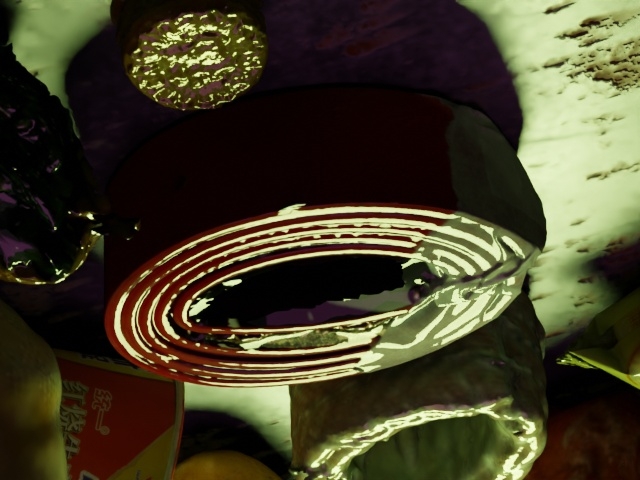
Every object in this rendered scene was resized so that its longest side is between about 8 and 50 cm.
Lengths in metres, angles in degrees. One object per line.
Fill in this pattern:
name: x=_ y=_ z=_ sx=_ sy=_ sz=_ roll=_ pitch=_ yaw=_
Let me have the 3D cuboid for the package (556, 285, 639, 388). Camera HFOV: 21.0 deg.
package: x=0.320 y=0.066 z=1.409 sx=0.168 sy=0.090 sz=0.226 roll=21 pitch=134 yaw=-35

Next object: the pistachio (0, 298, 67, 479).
pistachio: x=-0.373 y=0.101 z=1.157 sx=0.446 sy=0.281 sz=0.365 roll=20 pitch=158 yaw=7

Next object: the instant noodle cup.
instant noodle cup: x=-0.225 y=0.177 z=1.399 sx=0.174 sy=0.213 sz=0.213 roll=17 pitch=139 yaw=-17

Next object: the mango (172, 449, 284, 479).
mango: x=-0.086 y=0.293 z=1.623 sx=0.187 sy=0.138 sz=0.257 roll=-4 pitch=134 yaw=27

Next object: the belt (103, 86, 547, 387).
belt: x=0.000 y=0.000 z=1.250 sx=0.324 sy=0.115 sz=0.227 roll=-12 pitch=145 yaw=7

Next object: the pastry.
pastry: x=-0.083 y=-0.132 z=1.104 sx=0.097 sy=0.057 sz=0.109 roll=-28 pitch=140 yaw=25

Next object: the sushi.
sushi: x=-0.246 y=-0.070 z=1.100 sx=0.287 sy=0.149 sz=0.140 roll=31 pitch=165 yaw=-6

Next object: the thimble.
thimble: x=0.081 y=0.133 z=1.420 sx=0.229 sy=0.148 sz=0.196 roll=-26 pitch=141 yaw=28

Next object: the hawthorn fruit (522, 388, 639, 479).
hawthorn fruit: x=0.263 y=0.278 z=1.541 sx=0.242 sy=0.271 sz=0.242 roll=4 pitch=142 yaw=3
